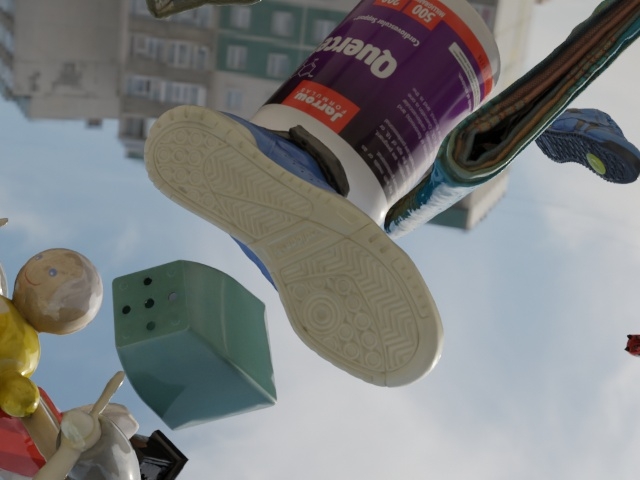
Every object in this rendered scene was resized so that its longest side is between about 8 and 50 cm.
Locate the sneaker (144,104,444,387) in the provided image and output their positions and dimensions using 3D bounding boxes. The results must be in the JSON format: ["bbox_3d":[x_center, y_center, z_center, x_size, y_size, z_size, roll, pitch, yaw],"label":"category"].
[{"bbox_3d":[0.001,-0.001,0.515,0.152,0.058,0.085,39,-165,18],"label":"sneaker"}]

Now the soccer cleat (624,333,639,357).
[{"bbox_3d":[0.324,0.103,1.149,0.036,0.029,0.083,19,170,-29],"label":"soccer cleat"}]

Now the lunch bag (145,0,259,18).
[{"bbox_3d":[-0.172,-0.459,1.532,0.169,0.287,0.235,-9,-147,-1],"label":"lunch bag"}]

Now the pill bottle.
[{"bbox_3d":[0.043,-0.129,1.331,0.182,0.181,0.323,22,-119,37],"label":"pill bottle"}]

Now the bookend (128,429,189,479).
[{"bbox_3d":[-0.284,0.326,1.633,0.072,0.157,0.156,37,-176,34],"label":"bookend"}]

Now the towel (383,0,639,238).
[{"bbox_3d":[0.161,-0.113,0.925,0.040,0.271,0.370,47,174,1],"label":"towel"}]

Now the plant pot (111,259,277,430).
[{"bbox_3d":[-0.182,0.131,1.661,0.166,0.234,0.165,-15,-120,12],"label":"plant pot"}]

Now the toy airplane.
[{"bbox_3d":[-0.299,0.132,1.204,0.386,0.272,0.384,40,-176,-5],"label":"toy airplane"}]

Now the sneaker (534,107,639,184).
[{"bbox_3d":[0.336,-0.125,1.460,0.082,0.069,0.209,-35,-157,-8],"label":"sneaker"}]
